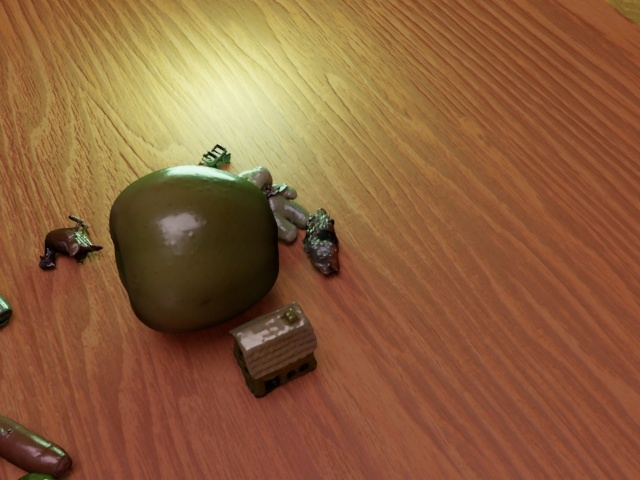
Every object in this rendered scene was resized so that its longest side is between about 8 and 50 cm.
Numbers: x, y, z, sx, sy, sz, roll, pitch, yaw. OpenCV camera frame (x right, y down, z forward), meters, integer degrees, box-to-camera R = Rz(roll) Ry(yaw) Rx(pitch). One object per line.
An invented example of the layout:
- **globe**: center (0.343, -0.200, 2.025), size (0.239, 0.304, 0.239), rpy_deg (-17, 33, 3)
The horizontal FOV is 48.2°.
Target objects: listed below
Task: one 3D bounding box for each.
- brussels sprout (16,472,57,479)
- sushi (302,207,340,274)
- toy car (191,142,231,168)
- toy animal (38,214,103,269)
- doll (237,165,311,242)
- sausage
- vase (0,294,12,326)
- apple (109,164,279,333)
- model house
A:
- **brussels sprout**: center (-0.648, 0.620, 1.637), size (0.181, 0.144, 0.161), rpy_deg (10, 65, 22)
- **sushi**: center (-0.002, -0.002, 2.060), size (0.097, 0.103, 0.226), rpy_deg (-17, 52, 14)
- **toy car**: center (-0.356, -0.249, 2.291), size (0.073, 0.054, 0.143), rpy_deg (34, 63, 26)
- **toy animal**: center (-0.742, 0.023, 2.125), size (0.188, 0.089, 0.179), rpy_deg (21, 73, 19)
- **doll**: center (-0.151, -0.118, 2.140), size (0.278, 0.149, 0.175), rpy_deg (37, 32, 13)
- **sausage**: center (-0.803, 0.489, 1.793), size (0.419, 0.094, 0.094), rpy_deg (20, 81, 18)
- **vase**: center (-0.983, 0.156, 2.029), size (0.248, 0.128, 0.128), rpy_deg (31, 63, 14)
- **apple**: center (-0.325, 0.018, 1.877), size (0.474, 0.473, 0.473), rpy_deg (-2, 55, 4)
- **model house**: center (-0.124, 0.252, 1.810), size (0.193, 0.234, 0.174), rpy_deg (-23, 56, -13)
